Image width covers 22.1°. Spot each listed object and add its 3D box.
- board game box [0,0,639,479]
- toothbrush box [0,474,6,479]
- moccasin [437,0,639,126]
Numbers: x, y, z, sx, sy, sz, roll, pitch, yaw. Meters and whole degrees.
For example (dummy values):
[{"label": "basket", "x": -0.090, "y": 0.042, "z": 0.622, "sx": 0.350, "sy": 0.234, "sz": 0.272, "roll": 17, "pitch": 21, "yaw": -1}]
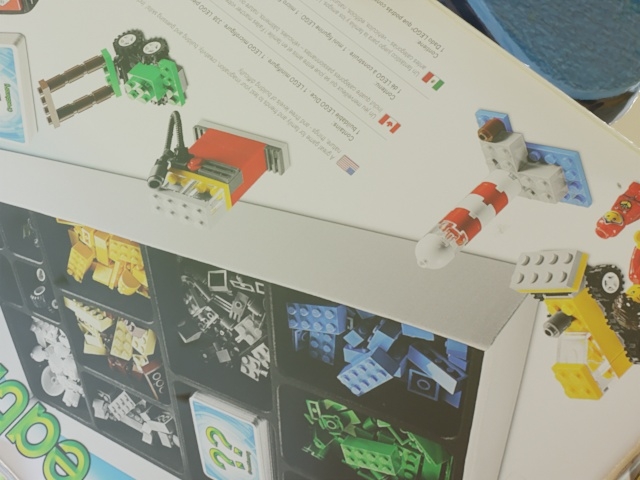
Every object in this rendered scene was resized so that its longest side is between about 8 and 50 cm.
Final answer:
[{"label": "board game box", "x": -0.034, "y": -0.004, "z": 0.504, "sx": 0.193, "sy": 0.305, "sz": 0.053, "roll": -45, "pitch": -25, "yaw": -10}, {"label": "toothbrush box", "x": -0.158, "y": 0.058, "z": 0.770, "sx": 0.283, "sy": 0.206, "sz": 0.122, "roll": -46, "pitch": -35, "yaw": -7}, {"label": "moccasin", "x": 0.043, "y": -0.169, "z": 0.757, "sx": 0.137, "sy": 0.342, "sz": 0.117, "roll": -3, "pitch": -36, "yaw": -31}]
